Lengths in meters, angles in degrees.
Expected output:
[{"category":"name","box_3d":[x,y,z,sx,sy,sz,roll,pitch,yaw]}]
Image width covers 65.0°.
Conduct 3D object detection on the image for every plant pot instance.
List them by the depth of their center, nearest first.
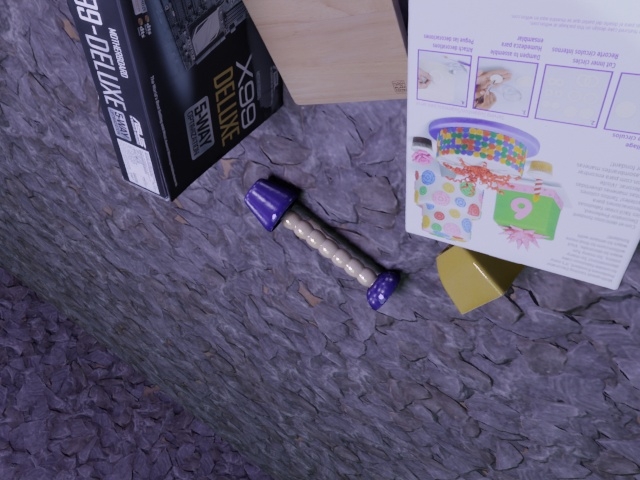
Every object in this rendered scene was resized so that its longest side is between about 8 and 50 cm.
[{"category":"plant pot","box_3d":[0.205,0.034,0.671,0.083,0.081,0.081,49,142,3]}]

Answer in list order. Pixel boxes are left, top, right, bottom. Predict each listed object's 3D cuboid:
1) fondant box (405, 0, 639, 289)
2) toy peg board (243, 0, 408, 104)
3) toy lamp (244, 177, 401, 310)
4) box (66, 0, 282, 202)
[{"category":"fondant box","box_3d":[0.212,-0.125,0.489,0.238,0.096,0.330,17,137,25]},{"category":"toy peg board","box_3d":[0.023,-0.240,0.550,0.161,0.079,0.160,6,148,30]},{"category":"toy lamp","box_3d":[0.000,0.000,0.805,0.275,0.080,0.080,37,142,-2]},{"category":"box","box_3d":[-0.137,-0.232,0.541,0.077,0.242,0.307,24,139,19]}]
